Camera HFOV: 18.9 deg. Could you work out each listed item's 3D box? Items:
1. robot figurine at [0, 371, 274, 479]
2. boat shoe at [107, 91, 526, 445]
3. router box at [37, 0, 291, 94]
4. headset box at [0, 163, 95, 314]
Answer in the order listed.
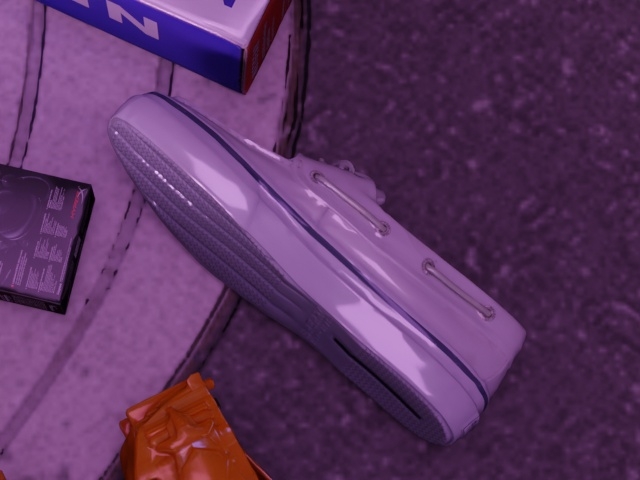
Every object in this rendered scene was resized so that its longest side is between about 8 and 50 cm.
[{"bbox_3d":[-0.051,0.219,0.855,0.211,0.085,0.291,-24,79,-19],"label":"robot figurine"},{"bbox_3d":[0.000,0.000,0.925,0.226,0.083,0.076,44,67,-5],"label":"boat shoe"},{"bbox_3d":[-0.123,-0.279,0.969,0.335,0.082,0.301,24,78,2],"label":"router box"},{"bbox_3d":[-0.158,-0.004,0.933,0.083,0.032,0.062,12,77,1],"label":"headset box"}]
